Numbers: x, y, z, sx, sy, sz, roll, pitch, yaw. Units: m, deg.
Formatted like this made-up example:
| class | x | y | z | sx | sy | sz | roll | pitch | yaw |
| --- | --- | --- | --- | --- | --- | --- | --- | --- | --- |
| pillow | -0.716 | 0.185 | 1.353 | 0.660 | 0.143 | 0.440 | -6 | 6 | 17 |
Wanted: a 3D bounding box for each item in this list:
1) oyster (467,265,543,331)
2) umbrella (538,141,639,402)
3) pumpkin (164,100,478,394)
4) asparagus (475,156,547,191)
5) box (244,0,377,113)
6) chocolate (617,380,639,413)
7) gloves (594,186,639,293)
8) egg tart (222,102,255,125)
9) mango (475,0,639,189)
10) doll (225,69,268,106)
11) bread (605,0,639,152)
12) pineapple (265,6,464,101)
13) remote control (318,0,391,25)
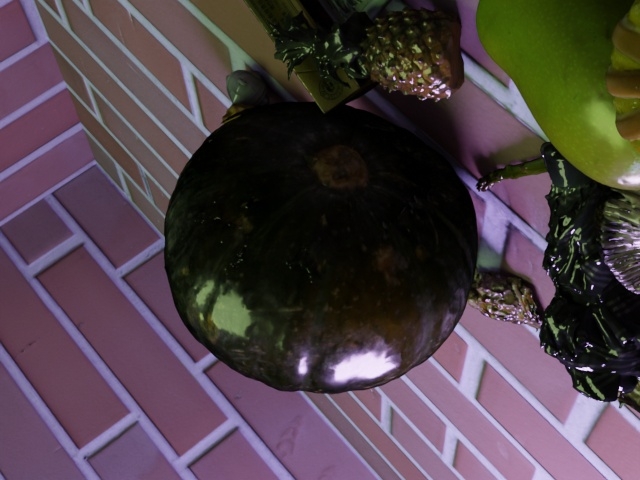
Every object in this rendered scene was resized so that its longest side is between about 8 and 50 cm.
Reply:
| class | x | y | z | sx | sy | sz | roll | pitch | yaw |
| --- | --- | --- | --- | --- | --- | --- | --- | --- | --- |
| oyster | 0.273 | 0.092 | 1.592 | 0.177 | 0.056 | 0.105 | 28 | 157 | 45 |
| umbrella | 0.339 | 0.036 | 1.228 | 0.128 | 0.154 | 0.336 | -93 | -1 | -64 |
| pumpkin | 0.000 | 0.000 | 1.452 | 0.454 | 0.454 | 0.344 | 43 | 146 | 30 |
| asparagus | 0.258 | -0.088 | 1.333 | 0.024 | 0.025 | 0.248 | 13 | 171 | -17 |
| box | -0.016 | -0.298 | 1.427 | 0.240 | 0.071 | 0.159 | 55 | -158 | -1 |
| chocolate | 0.498 | 0.221 | 1.249 | 0.329 | 0.065 | 0.102 | 30 | 132 | 49 |
| gloves | 0.407 | 0.025 | 0.979 | 0.312 | 0.135 | 0.210 | 34 | 154 | 46 |
| egg tart | -0.053 | -0.146 | 1.857 | 0.294 | 0.123 | 0.294 | 46 | 165 | 17 |
| mango | 0.258 | -0.169 | 1.000 | 0.293 | 0.143 | 0.175 | 51 | 159 | 33 |
| doll | -0.133 | -0.269 | 1.912 | 0.094 | 0.079 | 0.180 | 34 | 172 | 10 |
| bread | 0.329 | -0.123 | 0.817 | 0.213 | 0.105 | 0.213 | 7 | 120 | 12 |
| pineapple | 0.054 | -0.235 | 1.284 | 0.251 | 0.125 | 0.125 | 8 | 142 | 22 |
| remote control | 0.063 | -0.358 | 1.250 | 0.128 | 0.065 | 0.335 | 52 | 162 | -3 |
